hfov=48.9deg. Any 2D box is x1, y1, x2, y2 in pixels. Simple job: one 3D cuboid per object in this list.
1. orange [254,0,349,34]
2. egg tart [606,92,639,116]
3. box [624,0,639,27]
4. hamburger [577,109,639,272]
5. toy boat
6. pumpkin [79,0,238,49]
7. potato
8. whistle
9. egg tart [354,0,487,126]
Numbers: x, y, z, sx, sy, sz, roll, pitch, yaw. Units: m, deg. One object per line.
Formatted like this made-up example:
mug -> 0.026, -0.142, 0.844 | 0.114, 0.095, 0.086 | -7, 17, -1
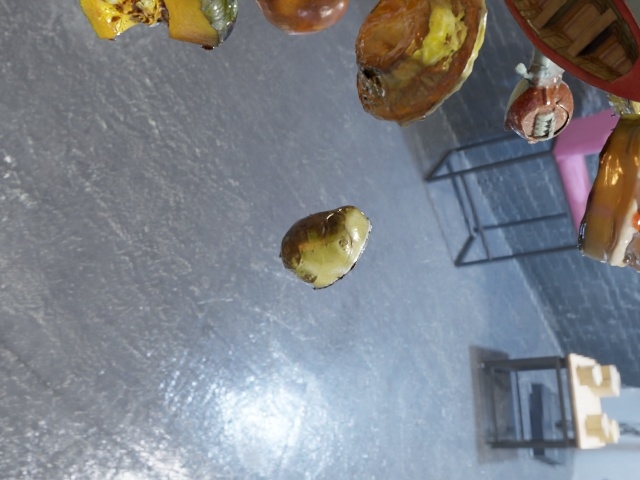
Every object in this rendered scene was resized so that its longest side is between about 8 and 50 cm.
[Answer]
orange -> -0.053, -0.712, 1.950 | 0.283, 0.226, 0.284 | 3, 77, -12
egg tart -> 0.729, -0.373, 1.614 | 0.294, 0.116, 0.295 | -3, 94, -46
box -> 0.620, -0.434, 1.071 | 0.090, 0.367, 0.373 | -37, 124, -11
hamburger -> 0.560, -0.068, 1.125 | 0.276, 0.236, 0.277 | -37, 135, -49
toy boat -> 0.393, -0.325, 1.058 | 0.079, 0.136, 0.392 | 12, 41, -43
pumpkin -> -0.296, -0.452, 1.374 | 0.280, 0.190, 0.139 | -34, 155, -17
potato -> 0.000, 0.000, 2.237 | 0.196, 0.300, 0.246 | 36, 18, -28
whistle -> 0.473, -0.330, 1.494 | 0.346, 0.142, 0.134 | 80, 22, -53
egg tart -> 0.179, -0.398, 1.411 | 0.129, 0.341, 0.341 | 28, 58, -42
